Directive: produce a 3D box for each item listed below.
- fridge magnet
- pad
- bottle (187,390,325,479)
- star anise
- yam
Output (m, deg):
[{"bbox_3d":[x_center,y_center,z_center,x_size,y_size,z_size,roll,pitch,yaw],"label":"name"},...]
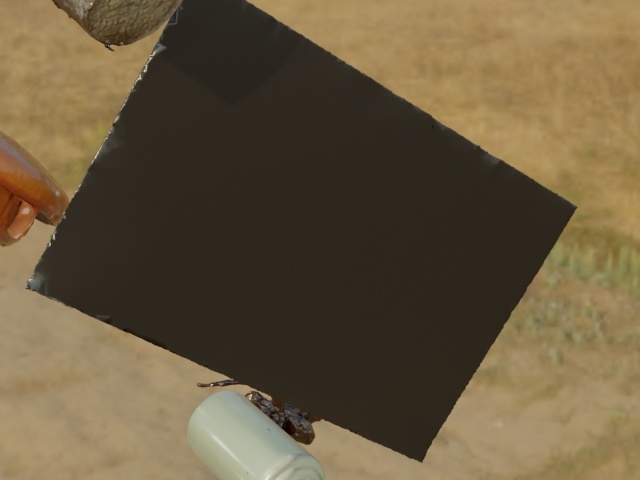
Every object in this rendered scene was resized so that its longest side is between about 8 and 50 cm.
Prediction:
[{"bbox_3d":[-0.537,-0.110,1.901,0.364,0.155,0.363,28,-9,5],"label":"fridge magnet"},{"bbox_3d":[0.000,0.000,0.969,0.367,0.247,0.007,27,5,-28],"label":"pad"},{"bbox_3d":[-0.070,0.285,1.643,0.104,0.104,0.245,-15,28,-29],"label":"bottle"},{"bbox_3d":[-0.087,0.238,1.885,0.191,0.070,0.097,10,47,-10],"label":"star anise"},{"bbox_3d":[-0.146,-0.175,0.754,0.141,0.079,0.079,42,42,23],"label":"yam"}]
